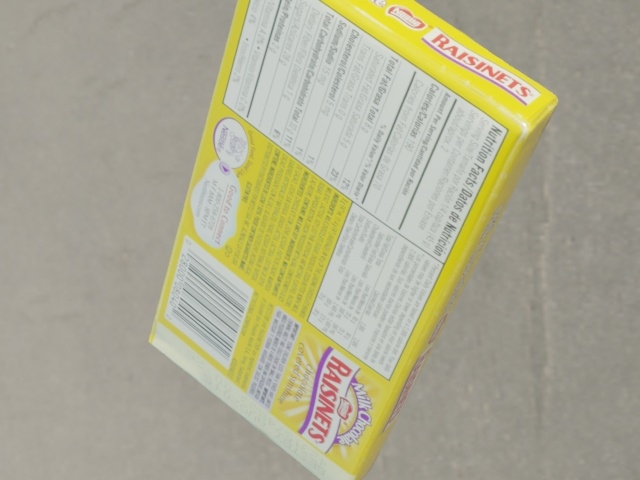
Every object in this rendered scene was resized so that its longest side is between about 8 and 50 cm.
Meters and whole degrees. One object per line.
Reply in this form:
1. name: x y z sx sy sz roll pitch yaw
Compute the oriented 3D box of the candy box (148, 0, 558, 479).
1. candy box: 0.000 0.000 0.484 0.105 0.027 0.206 35 137 13
